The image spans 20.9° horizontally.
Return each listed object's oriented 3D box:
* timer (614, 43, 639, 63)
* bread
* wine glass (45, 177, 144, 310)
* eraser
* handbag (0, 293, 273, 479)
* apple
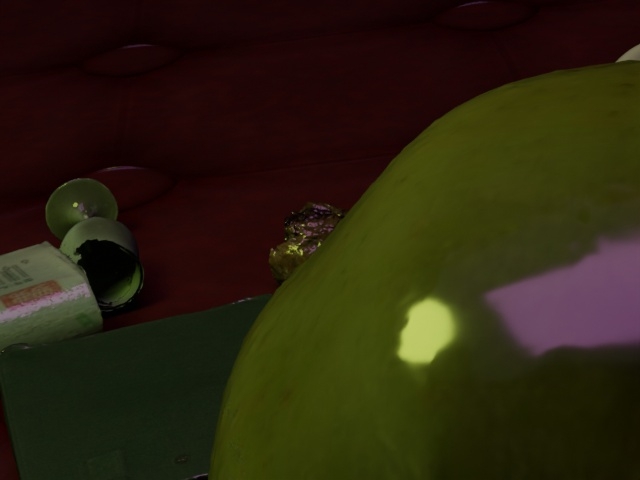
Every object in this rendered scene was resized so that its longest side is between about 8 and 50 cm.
[{"bbox_3d":[0.354,-0.084,1.559,0.233,0.240,0.233,10,57,-16],"label":"timer"},{"bbox_3d":[0.000,0.000,1.689,0.082,0.060,0.113,-3,22,15],"label":"bread"},{"bbox_3d":[-0.225,0.004,1.722,0.079,0.079,0.195,-12,23,-12],"label":"wine glass"},{"bbox_3d":[-0.331,0.077,1.581,0.227,0.081,0.174,-18,22,-22],"label":"eraser"},{"bbox_3d":[-0.120,0.145,1.366,0.247,0.079,0.260,-13,26,-9],"label":"handbag"},{"bbox_3d":[0.154,0.144,0.818,0.474,0.473,0.473,-6,23,3],"label":"apple"}]
